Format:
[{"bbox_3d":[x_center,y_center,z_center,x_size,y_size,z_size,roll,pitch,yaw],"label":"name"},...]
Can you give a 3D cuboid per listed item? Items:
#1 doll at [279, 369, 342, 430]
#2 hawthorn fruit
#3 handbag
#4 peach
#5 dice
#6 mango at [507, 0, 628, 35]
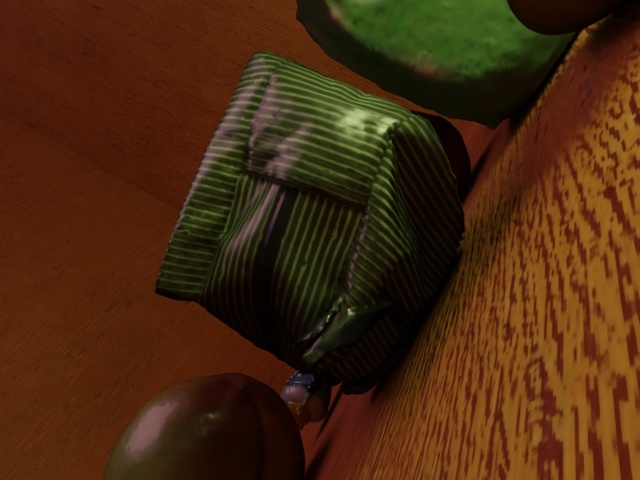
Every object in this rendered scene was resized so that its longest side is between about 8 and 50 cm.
[{"bbox_3d":[0.004,0.226,1.119,0.314,0.141,0.177,-61,-1,-36],"label":"doll"},{"bbox_3d":[0.132,-0.096,0.819,0.200,0.179,0.179,-71,4,-53],"label":"hawthorn fruit"},{"bbox_3d":[0.000,0.010,0.564,0.240,0.247,0.341,-59,-19,-12],"label":"handbag"},{"bbox_3d":[-0.161,0.328,0.799,0.247,0.292,0.292,27,87,53],"label":"peach"},{"bbox_3d":[0.171,-0.352,0.676,0.330,0.322,0.318,-62,-5,27],"label":"dice"},{"bbox_3d":[0.189,-0.220,0.384,0.139,0.113,0.253,-66,-13,12],"label":"mango"}]
